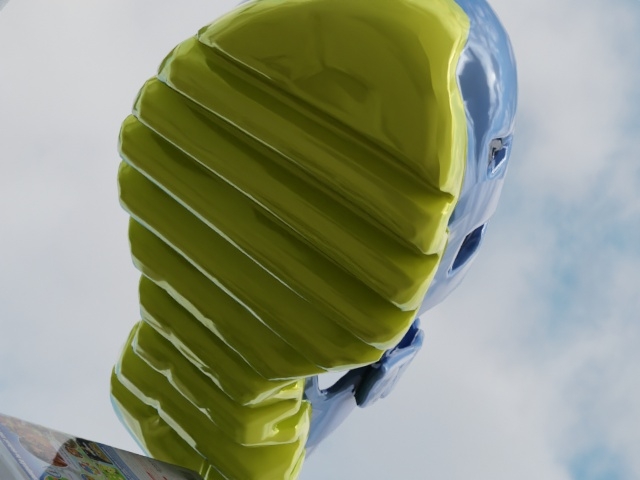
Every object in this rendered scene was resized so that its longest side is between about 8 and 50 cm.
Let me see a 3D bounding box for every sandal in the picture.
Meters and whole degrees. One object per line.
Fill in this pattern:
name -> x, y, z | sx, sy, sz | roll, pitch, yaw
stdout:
sandal -> 0.000, 0.000, 0.476 | 0.126, 0.138, 0.317 | 45, -31, 11

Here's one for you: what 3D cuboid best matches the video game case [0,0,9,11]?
video game case -> -0.237, -0.229, 0.706 | 0.023, 0.212, 0.193 | -39, -70, 25

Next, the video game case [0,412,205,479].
video game case -> -0.070, 0.099, 0.448 | 0.087, 0.122, 0.011 | 35, -86, 46
